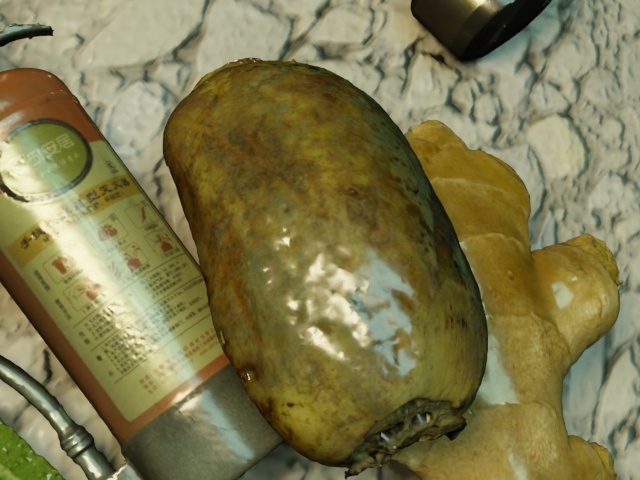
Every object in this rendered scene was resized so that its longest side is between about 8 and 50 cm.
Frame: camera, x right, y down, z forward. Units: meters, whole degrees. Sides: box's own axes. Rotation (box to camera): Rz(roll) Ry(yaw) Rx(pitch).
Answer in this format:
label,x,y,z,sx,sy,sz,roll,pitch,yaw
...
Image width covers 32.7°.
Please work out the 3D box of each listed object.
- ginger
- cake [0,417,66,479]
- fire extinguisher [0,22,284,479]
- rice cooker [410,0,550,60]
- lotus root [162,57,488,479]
label,x,y,z,sx,sy,sz,roll,pitch,yaw
ginger,0.120,0.095,0.813,0.236,0.166,0.375,-22,95,-41
cake,-0.221,0.143,0.639,0.235,0.099,0.100,40,60,-5
fire extinguisher,-0.182,0.011,0.697,0.200,0.113,0.376,-32,84,-40
rice cooker,0.152,-0.231,0.958,0.106,0.112,0.165,39,58,2
lotus root,0.000,0.000,0.671,0.160,0.152,0.275,23,32,-56
